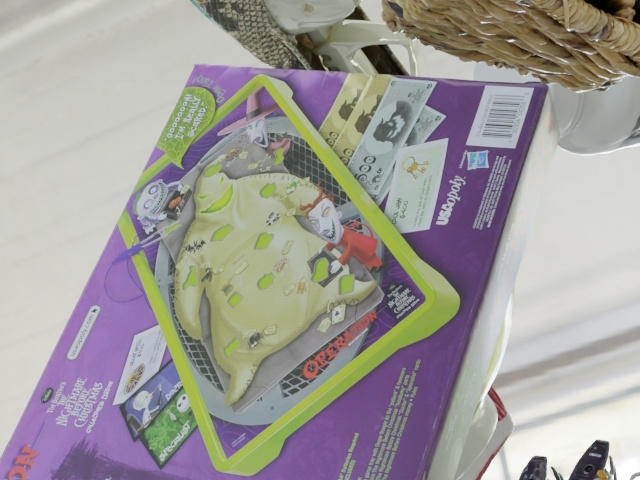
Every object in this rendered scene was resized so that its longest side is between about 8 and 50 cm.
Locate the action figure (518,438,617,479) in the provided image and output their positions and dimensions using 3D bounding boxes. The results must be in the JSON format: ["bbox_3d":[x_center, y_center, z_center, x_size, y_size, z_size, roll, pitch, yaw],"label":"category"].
[{"bbox_3d":[0.345,0.362,1.459,0.185,0.099,0.285,-8,-47,33],"label":"action figure"}]

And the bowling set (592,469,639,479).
[{"bbox_3d":[0.308,0.383,1.205,0.154,0.287,0.200,9,-15,1],"label":"bowling set"}]

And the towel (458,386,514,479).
[{"bbox_3d":[0.131,0.216,1.639,0.037,0.237,0.329,-12,-61,49],"label":"towel"}]

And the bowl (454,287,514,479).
[{"bbox_3d":[0.026,0.087,0.794,0.289,0.289,0.156,-31,-75,32],"label":"bowl"}]

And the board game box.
[{"bbox_3d":[-0.032,0.067,0.560,0.208,0.346,0.056,10,-28,24],"label":"board game box"}]

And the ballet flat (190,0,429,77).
[{"bbox_3d":[0.016,-0.239,1.370,0.182,0.164,0.483,4,-28,38],"label":"ballet flat"}]

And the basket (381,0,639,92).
[{"bbox_3d":[0.184,-0.258,0.748,0.214,0.299,0.223,18,-7,-4],"label":"basket"}]

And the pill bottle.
[{"bbox_3d":[0.334,-0.188,1.327,0.319,0.176,0.176,-11,-28,-28],"label":"pill bottle"}]
